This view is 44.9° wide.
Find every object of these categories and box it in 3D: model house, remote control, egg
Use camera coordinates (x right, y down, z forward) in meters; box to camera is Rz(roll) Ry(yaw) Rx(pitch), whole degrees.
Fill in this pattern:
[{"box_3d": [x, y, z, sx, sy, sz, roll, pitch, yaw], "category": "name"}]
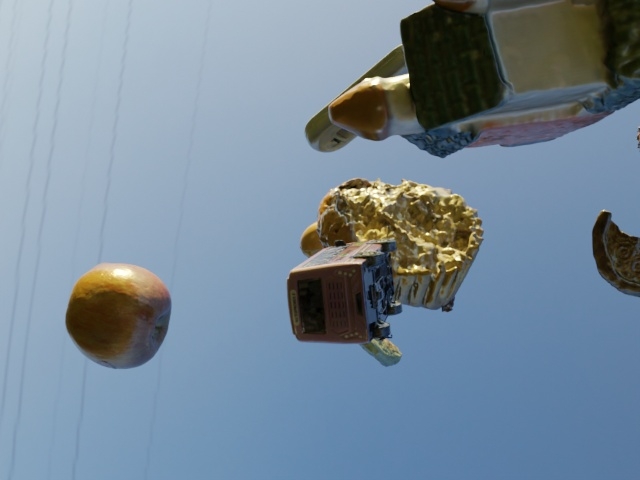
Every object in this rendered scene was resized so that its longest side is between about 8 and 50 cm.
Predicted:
[{"box_3d": [0.146, -0.189, 0.776, 0.271, 0.301, 0.190, 156, -78, -79], "category": "model house"}, {"box_3d": [0.076, -0.218, 1.205, 0.244, 0.087, 0.047, -37, -121, 24], "category": "remote control"}, {"box_3d": [0.000, 0.000, 1.433, 0.083, 0.071, 0.071, 122, -40, -58], "category": "egg"}]

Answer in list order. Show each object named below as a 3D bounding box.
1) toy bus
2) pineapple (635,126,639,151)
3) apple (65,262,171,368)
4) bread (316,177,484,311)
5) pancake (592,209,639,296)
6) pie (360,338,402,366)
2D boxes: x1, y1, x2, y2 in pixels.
[{"box_3d": [0.031, 0.055, 0.883, 0.108, 0.199, 0.096, -5, -84, 13], "category": "toy bus"}, {"box_3d": [0.591, -0.132, 1.282, 0.103, 0.083, 0.221, -37, -132, 37], "category": "pineapple"}, {"box_3d": [-0.403, 0.150, 1.555, 0.188, 0.211, 0.211, 13, -89, 6], "category": "apple"}, {"box_3d": [0.122, 0.001, 1.258, 0.274, 0.274, 0.149, 44, -44, 42], "category": "bread"}, {"box_3d": [0.554, 0.010, 1.303, 0.190, 0.020, 0.184, -26, -81, 3], "category": "pancake"}, {"box_3d": [0.064, 0.148, 1.470, 0.054, 0.240, 0.240, -41, -131, -3], "category": "pie"}]
